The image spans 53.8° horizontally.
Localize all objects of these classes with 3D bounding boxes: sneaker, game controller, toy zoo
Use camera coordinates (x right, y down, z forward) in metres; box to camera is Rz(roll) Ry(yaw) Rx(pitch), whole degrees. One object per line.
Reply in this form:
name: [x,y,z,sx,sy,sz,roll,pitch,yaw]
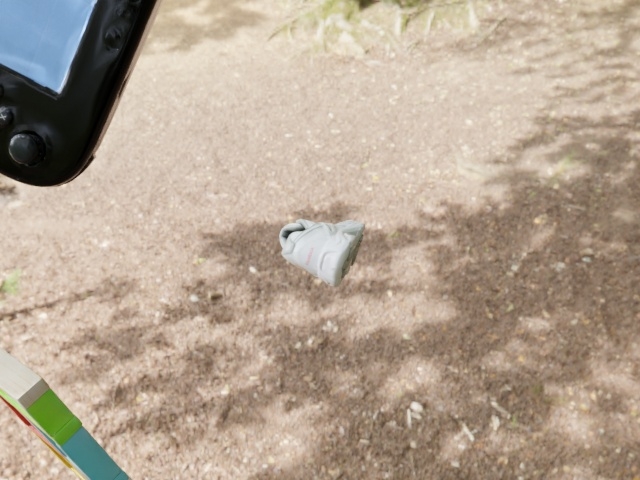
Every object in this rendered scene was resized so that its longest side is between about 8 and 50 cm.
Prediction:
sneaker: [0.000,0.000,0.948,0.115,0.091,0.232,20,6,6]
game controller: [-0.183,-0.201,0.429,0.166,0.319,0.067,25,10,-9]
toy zoo: [-0.276,0.226,0.697,0.192,0.293,0.030,13,48,41]
